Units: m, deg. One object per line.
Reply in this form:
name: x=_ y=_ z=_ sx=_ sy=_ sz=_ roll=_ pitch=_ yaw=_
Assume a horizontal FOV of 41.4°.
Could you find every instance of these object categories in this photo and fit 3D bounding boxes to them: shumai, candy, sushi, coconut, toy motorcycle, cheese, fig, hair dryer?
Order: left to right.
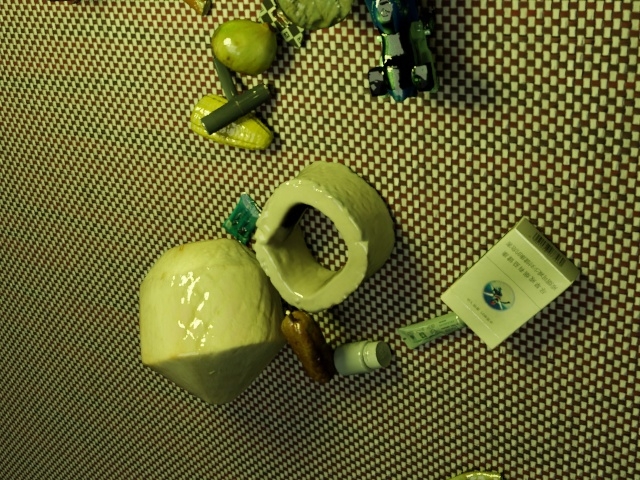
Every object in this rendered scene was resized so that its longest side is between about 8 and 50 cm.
coconut: x=-0.279 y=0.210 z=2.143 sx=0.415 sy=0.344 sz=0.416 roll=3 pitch=94 yaw=51
hair dryer: x=-0.234 y=-0.359 z=1.960 sx=0.195 sy=0.173 sz=0.050 roll=55 pitch=171 yaw=17
candy: x=-0.203 y=-0.269 z=2.004 sx=0.198 sy=0.094 sz=0.106 roll=24 pitch=104 yaw=11
fig: x=-0.169 y=-0.427 z=1.874 sx=0.152 sy=0.136 sz=0.121 roll=12 pitch=102 yaw=16
sushi: x=-0.073 y=-0.499 z=1.842 sx=0.120 sy=0.026 sz=0.126 roll=34 pitch=135 yaw=16
shumai: x=-0.013 y=-0.557 z=1.662 sx=0.189 sy=0.218 sz=0.256 roll=-11 pitch=120 yaw=15
cheese: x=-0.001 y=-0.003 z=1.968 sx=0.292 sy=0.153 sz=0.332 roll=44 pitch=128 yaw=7
toy motorcycle: x=0.141 y=-0.430 z=1.615 sx=0.125 sy=0.196 sz=0.331 roll=-2 pitch=109 yaw=24

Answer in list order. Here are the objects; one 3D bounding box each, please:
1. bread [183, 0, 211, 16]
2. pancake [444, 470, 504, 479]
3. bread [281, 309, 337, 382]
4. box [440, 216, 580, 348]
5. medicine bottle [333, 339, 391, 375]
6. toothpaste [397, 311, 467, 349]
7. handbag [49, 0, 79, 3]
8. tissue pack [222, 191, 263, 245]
bread: x=-0.292 y=-0.557 z=1.951 sx=0.083 sy=0.036 sz=0.047 roll=40 pitch=132 yaw=13
pancake: x=0.379 y=0.727 z=2.163 sx=0.304 sy=0.067 sz=0.427 roll=20 pitch=122 yaw=16
bread: x=-0.027 y=0.249 z=2.069 sx=0.124 sy=0.084 sz=0.344 roll=36 pitch=163 yaw=30
box: x=0.399 y=0.095 z=1.799 sx=0.164 sy=0.069 sz=0.256 roll=45 pitch=128 yaw=6
medicine bottle: x=0.104 y=0.289 z=2.094 sx=0.130 sy=0.080 sz=0.080 roll=-14 pitch=105 yaw=38
toothpaste: x=0.270 y=0.202 z=1.968 sx=0.218 sy=0.041 sz=0.064 roll=-27 pitch=102 yaw=43
handbag: x=-0.563 y=-0.642 z=2.019 sx=0.225 sy=0.146 sz=0.136 roll=0 pitch=108 yaw=34
tissue pack: x=-0.196 y=-0.050 z=2.157 sx=0.085 sy=0.028 sz=0.138 roll=43 pitch=127 yaw=8
